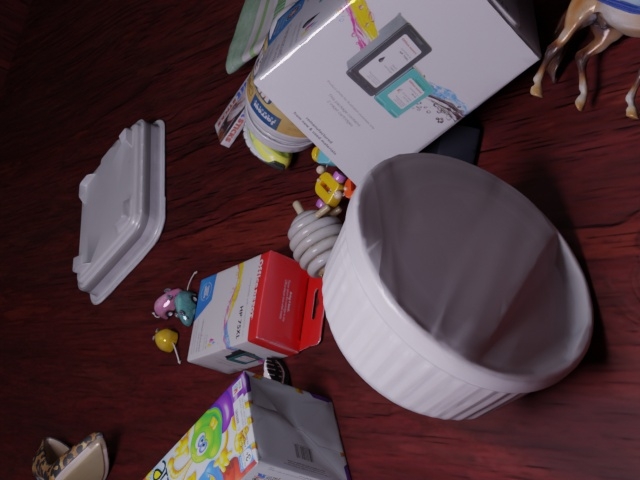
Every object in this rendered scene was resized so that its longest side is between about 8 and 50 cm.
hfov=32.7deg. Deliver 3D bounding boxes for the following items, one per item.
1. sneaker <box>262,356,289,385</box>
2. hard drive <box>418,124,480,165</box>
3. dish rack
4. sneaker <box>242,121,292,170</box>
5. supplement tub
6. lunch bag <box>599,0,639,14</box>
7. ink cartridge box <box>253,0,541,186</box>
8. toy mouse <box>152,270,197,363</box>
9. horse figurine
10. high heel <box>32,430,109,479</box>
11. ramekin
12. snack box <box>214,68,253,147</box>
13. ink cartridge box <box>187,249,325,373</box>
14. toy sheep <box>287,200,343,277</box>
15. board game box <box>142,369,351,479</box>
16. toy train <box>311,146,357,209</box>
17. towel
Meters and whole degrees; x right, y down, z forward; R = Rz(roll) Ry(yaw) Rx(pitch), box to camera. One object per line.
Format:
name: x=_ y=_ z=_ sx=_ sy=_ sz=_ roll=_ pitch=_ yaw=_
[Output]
sneaker: x=-0.064 y=0.205 z=1.480 sx=0.044 sy=0.040 sz=0.109 roll=-50 pitch=34 yaw=29
hard drive: x=0.101 y=-0.025 z=1.361 sx=0.172 sy=0.054 sz=0.255 roll=3 pitch=73 yaw=58
dish rack: x=-0.407 y=-0.069 z=2.159 sx=0.285 sy=0.072 sz=0.333 roll=-43 pitch=37 yaw=35
sneaker: x=-0.064 y=-0.200 z=1.705 sx=0.094 sy=0.081 sz=0.209 roll=-39 pitch=40 yaw=35
supplement tub: x=-0.026 y=-0.231 z=1.568 sx=0.200 sy=0.144 sz=0.144 roll=122 pitch=154 yaw=-54
lunch bag: x=0.347 y=-0.327 z=1.081 sx=0.219 sy=0.090 sz=0.176 roll=-41 pitch=34 yaw=-5
ink cartridge box: x=0.094 y=-0.241 z=1.295 sx=0.270 sy=0.197 sz=0.198 roll=-37 pitch=22 yaw=26
toy mouse: x=-0.247 y=0.113 z=1.828 sx=0.161 sy=0.031 sz=0.143 roll=27 pitch=93 yaw=59
horse figurine: x=0.319 y=-0.218 z=1.141 sx=0.263 sy=0.066 sz=0.175 roll=21 pitch=89 yaw=59
high heel: x=-0.440 y=0.362 z=1.898 sx=0.261 sy=0.093 sz=0.186 roll=-57 pitch=38 yaw=33
ramekin: x=0.126 y=0.055 z=1.086 sx=0.127 sy=0.272 sz=0.273 roll=-54 pitch=31 yaw=42
snack box: x=-0.124 y=-0.247 z=1.882 sx=0.178 sy=0.022 sz=0.064 roll=-53 pitch=33 yaw=23
ink cartridge box: x=-0.089 y=0.100 z=1.549 sx=0.231 sy=0.078 sz=0.134 roll=-24 pitch=51 yaw=48
toy sheep: x=0.000 y=0.000 z=1.467 sx=0.091 sy=0.091 sz=0.132 roll=-44 pitch=63 yaw=33
board game box: x=-0.108 y=0.316 z=1.375 sx=0.275 sy=0.144 sz=0.142 roll=-48 pitch=35 yaw=27
toy train: x=0.043 y=-0.104 z=1.515 sx=0.125 sy=0.046 sz=0.166 roll=-40 pitch=43 yaw=35
towel: x=-0.044 y=-0.446 z=1.846 sx=0.324 sy=0.038 sz=0.248 roll=-26 pitch=43 yaw=48
